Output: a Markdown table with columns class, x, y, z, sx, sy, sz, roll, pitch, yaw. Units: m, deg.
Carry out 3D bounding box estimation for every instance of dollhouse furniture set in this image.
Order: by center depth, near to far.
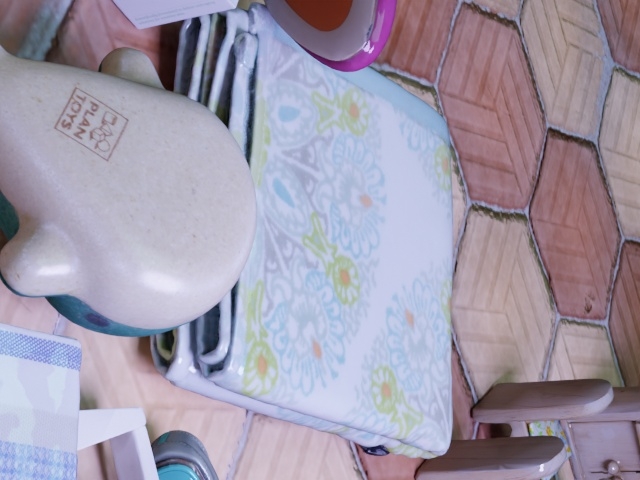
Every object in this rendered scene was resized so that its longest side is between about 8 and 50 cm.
| class | x | y | z | sx | sy | sz | roll | pitch | yaw |
| --- | --- | --- | --- | --- | --- | --- | --- | --- | --- |
| dollhouse furniture set | 0.332 | 0.305 | 1.700 | 0.394 | 0.256 | 0.362 | -38 | 116 | -53 |

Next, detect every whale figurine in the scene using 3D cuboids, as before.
| class | x | y | z | sx | sy | sz | roll | pitch | yaw |
| --- | --- | --- | --- | --- | --- | --- | --- | --- | --- |
| whale figurine | -0.177 | -0.044 | 1.129 | 0.272 | 0.141 | 0.216 | 34 | 53 | -20 |

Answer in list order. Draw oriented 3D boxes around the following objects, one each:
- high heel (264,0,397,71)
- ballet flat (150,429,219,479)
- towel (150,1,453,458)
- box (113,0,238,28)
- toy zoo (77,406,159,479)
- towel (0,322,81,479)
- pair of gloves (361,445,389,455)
| class | x | y | z | sx | sy | sz | roll | pitch | yaw |
| --- | --- | --- | --- | --- | --- | --- | --- | --- | --- |
| high heel | 0.042 | -0.242 | 1.383 | 0.181 | 0.127 | 0.377 | 37 | 32 | -38 |
| ballet flat | -0.083 | 0.241 | 1.253 | 0.068 | 0.072 | 0.213 | -94 | 169 | -72 |
| towel | 0.000 | 0.000 | 1.401 | 0.374 | 0.090 | 0.321 | 24 | 64 | -52 |
| box | -0.116 | -0.231 | 1.253 | 0.102 | 0.101 | 0.087 | 51 | 45 | -39 |
| toy zoo | -0.172 | 0.233 | 1.121 | 0.192 | 0.030 | 0.293 | -15 | 92 | -52 |
| towel | -0.244 | 0.178 | 1.002 | 0.209 | 0.034 | 0.285 | 14 | 72 | -39 |
| pair of gloves | 0.054 | 0.157 | 1.526 | 0.074 | 0.010 | 0.083 | 7 | 81 | -58 |
